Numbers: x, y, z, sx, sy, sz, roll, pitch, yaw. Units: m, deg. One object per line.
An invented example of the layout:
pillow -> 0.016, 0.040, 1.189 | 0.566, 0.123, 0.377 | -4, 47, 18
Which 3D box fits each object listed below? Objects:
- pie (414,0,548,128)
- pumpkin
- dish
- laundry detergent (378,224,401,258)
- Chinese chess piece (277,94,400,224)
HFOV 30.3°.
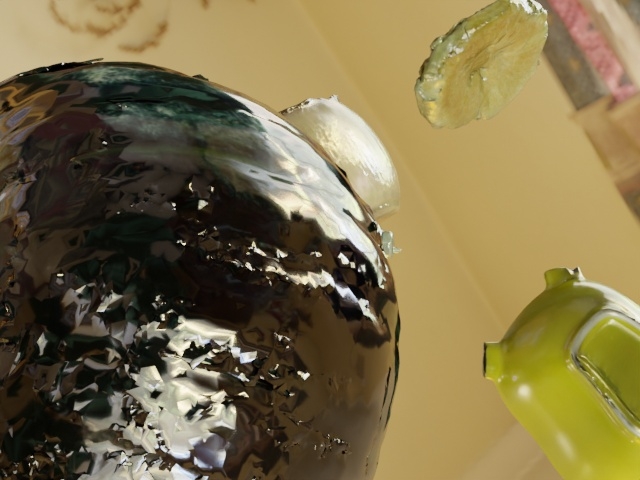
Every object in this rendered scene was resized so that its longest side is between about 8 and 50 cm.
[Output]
pie -> 0.082, -0.091, 0.597 | 0.084, 0.020, 0.084 | -31, 149, -21
pumpkin -> -0.076, 0.048, 0.422 | 0.233, 0.163, 0.233 | -28, -129, 42
dish -> 0.321, 0.148, 1.285 | 0.221, 0.262, 0.108 | -44, 172, -19
laundry detergent -> 0.000, 0.000, 1.507 | 0.206, 0.096, 0.061 | 2, -160, 9
Chinese chess piece -> -0.059, -0.013, 0.923 | 0.250, 0.103, 0.250 | -29, 176, -2
